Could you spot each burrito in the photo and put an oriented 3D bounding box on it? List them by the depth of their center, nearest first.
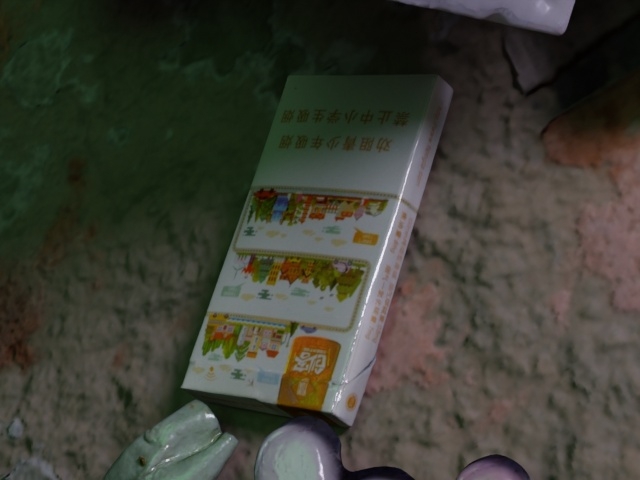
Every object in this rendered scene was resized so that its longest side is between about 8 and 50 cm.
[{"bbox_3d":[-0.102,0.148,0.949,0.118,0.044,0.074,-56,44,3],"label":"burrito"}]

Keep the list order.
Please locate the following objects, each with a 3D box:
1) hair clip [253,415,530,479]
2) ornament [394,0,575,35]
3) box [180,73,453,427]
[{"bbox_3d":[0.044,0.176,0.816,0.257,0.075,0.146,6,65,33],"label":"hair clip"},{"bbox_3d":[0.017,-0.271,0.863,0.240,0.239,0.239,-132,53,-64],"label":"ornament"},{"bbox_3d":[0.000,0.000,0.962,0.122,0.032,0.220,6,69,37],"label":"box"}]
